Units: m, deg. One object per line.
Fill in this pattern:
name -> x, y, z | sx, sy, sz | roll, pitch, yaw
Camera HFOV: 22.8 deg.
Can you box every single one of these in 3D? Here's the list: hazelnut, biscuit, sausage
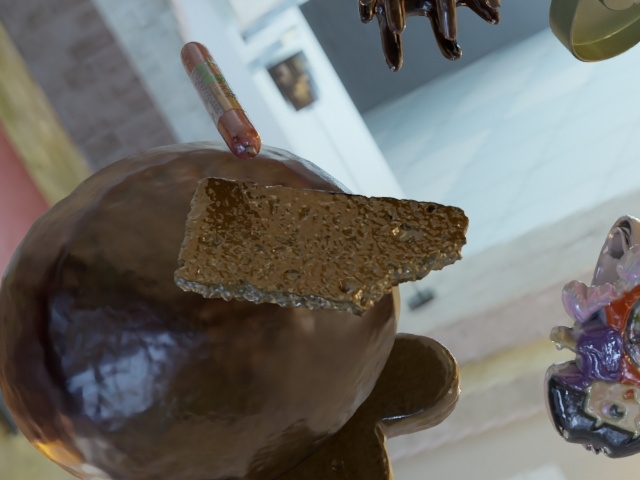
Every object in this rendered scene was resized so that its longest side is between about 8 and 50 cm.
hazelnut -> -0.132, 0.074, 1.614 | 0.421, 0.353, 0.421 | -38, -168, 10
biscuit -> -0.014, 0.275, 1.739 | 0.368, 0.076, 0.394 | -11, -122, 13
sausage -> -0.089, -0.124, 1.383 | 0.029, 0.029, 0.223 | -30, -145, 0
biscuit -> 0.004, 0.009, 1.321 | 0.237, 0.026, 0.131 | 7, -134, 0

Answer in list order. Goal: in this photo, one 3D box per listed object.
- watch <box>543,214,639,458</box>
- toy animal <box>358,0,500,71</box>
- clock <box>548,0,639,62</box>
watch -> 0.334, 0.099, 1.732 | 0.196, 0.244, 0.231 | 12, -168, -3
toy animal -> -0.041, -0.200, 0.767 | 0.243, 0.260, 0.087 | -6, 165, -23
clock -> 0.286, -0.244, 1.312 | 0.235, 0.029, 0.235 | -35, 158, -17
